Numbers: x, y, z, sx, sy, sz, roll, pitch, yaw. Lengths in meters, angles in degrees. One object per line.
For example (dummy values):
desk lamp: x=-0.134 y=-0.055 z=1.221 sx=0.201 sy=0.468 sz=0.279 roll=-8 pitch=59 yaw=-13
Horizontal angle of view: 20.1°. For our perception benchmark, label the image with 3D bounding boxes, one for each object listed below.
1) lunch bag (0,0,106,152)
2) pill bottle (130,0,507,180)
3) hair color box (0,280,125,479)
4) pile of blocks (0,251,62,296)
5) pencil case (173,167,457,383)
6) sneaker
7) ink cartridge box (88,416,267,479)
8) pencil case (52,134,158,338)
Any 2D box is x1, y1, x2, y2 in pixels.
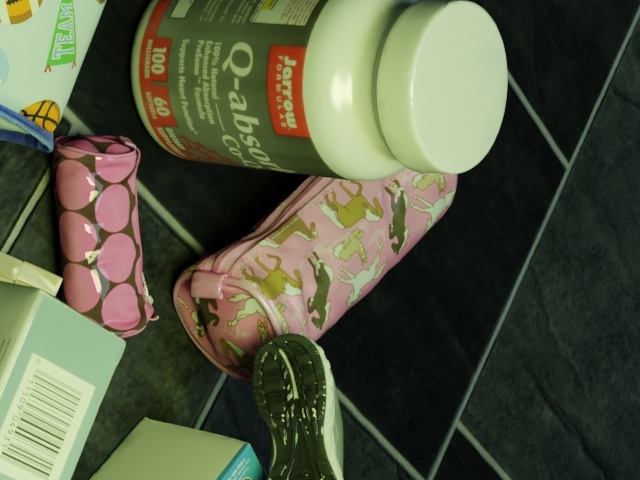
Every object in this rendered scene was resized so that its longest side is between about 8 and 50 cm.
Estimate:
lunch bag: x=-0.348 y=-0.295 z=1.518 sx=0.385 sy=0.239 sz=0.328 roll=31 pitch=76 yaw=-45
pill bottle: x=-0.003 y=-0.171 z=1.872 sx=0.210 sy=0.363 sz=0.210 roll=-12 pitch=106 yaw=-50
hair color box: x=-0.354 y=0.119 z=1.474 sx=0.113 sy=0.374 sz=0.185 roll=38 pitch=67 yaw=-48
pile of blocks: x=-0.337 y=0.129 z=1.675 sx=0.149 sy=0.112 sz=0.362 roll=-60 pitch=-169 yaw=29
pencil case: x=0.000 y=0.000 z=2.080 sx=0.167 sy=0.160 sz=0.386 roll=48 pitch=53 yaw=-3
sneaker: x=-0.012 y=0.237 z=1.901 sx=0.108 sy=0.100 sz=0.271 roll=34 pitch=54 yaw=-71
ink cartridge box: x=-0.139 y=0.343 z=1.956 sx=0.171 sy=0.168 sz=0.232 roll=-51 pitch=132 yaw=-34
pencil case: x=-0.221 y=-0.006 z=1.852 sx=0.098 sy=0.095 sz=0.209 roll=-7 pitch=107 yaw=-15
